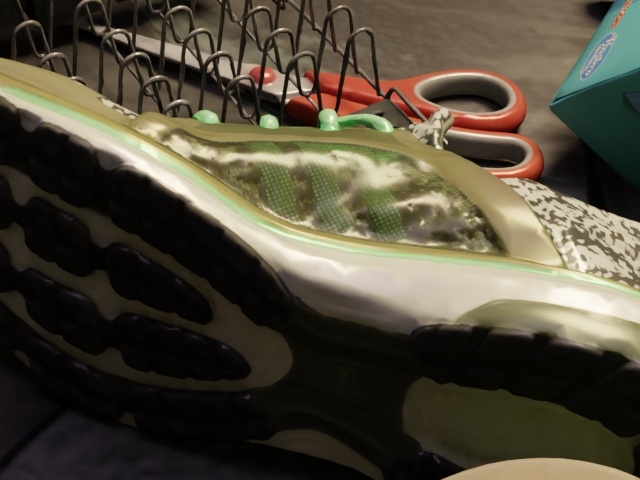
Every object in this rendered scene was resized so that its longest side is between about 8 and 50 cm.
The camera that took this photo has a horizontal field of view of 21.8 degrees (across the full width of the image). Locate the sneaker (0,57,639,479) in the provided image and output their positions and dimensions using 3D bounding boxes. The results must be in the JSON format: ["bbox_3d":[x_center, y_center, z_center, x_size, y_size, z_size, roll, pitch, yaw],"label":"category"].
[{"bbox_3d":[0.000,0.000,0.772,0.410,0.158,0.182,22,40,4],"label":"sneaker"}]

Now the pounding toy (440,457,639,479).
[{"bbox_3d":[0.059,0.189,0.616,0.236,0.110,0.183,-9,48,25],"label":"pounding toy"}]

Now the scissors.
[{"bbox_3d":[-0.019,-0.082,0.944,0.297,0.021,0.109,10,42,1],"label":"scissors"}]

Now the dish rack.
[{"bbox_3d":[-0.070,-0.095,0.896,0.208,0.074,0.271,-25,52,-21],"label":"dish rack"}]

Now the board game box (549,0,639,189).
[{"bbox_3d":[0.293,-0.169,0.828,0.079,0.336,0.254,41,66,-16],"label":"board game box"}]
